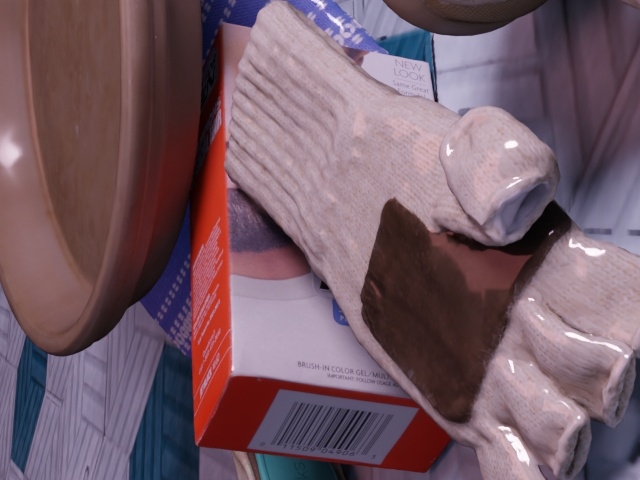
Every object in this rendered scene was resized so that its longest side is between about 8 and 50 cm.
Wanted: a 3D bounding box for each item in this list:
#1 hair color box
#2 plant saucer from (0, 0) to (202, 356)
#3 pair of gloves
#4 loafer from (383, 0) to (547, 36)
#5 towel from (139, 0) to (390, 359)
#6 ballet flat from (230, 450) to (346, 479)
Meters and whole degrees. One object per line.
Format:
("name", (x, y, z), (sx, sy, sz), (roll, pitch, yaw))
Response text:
("hair color box", (0.000, 0.000, 0.646), (0.053, 0.093, 0.167), (118, 154, -47))
("plant saucer", (-0.108, -0.089, 0.728), (0.278, 0.041, 0.277), (176, 90, -66))
("pair of gloves", (0.044, -0.059, 0.491), (0.204, 0.042, 0.240), (48, 134, 34))
("loafer", (0.067, -0.201, 0.541), (0.092, 0.102, 0.268), (11, 106, 57))
("towel", (-0.108, -0.112, 0.849), (0.336, 0.040, 0.243), (47, 138, 18))
("ballet flat", (-0.022, 0.087, 0.742), (0.168, 0.057, 0.052), (-102, 17, -50))
